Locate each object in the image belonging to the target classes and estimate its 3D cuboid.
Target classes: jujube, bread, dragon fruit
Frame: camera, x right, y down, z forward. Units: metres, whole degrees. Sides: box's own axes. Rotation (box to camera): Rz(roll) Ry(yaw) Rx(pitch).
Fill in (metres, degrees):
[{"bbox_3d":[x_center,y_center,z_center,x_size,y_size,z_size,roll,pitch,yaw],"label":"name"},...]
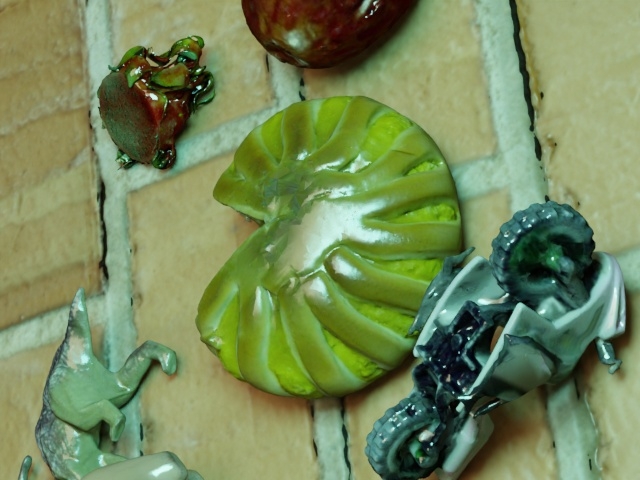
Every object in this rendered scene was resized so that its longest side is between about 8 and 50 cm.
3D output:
[{"bbox_3d":[0.026,-0.328,1.860,0.197,0.197,0.290,20,75,36],"label":"jujube"},{"bbox_3d":[0.000,0.000,1.771,0.333,0.160,0.333,-11,68,28],"label":"bread"},{"bbox_3d":[-0.191,-0.165,1.992,0.175,0.142,0.138,-38,95,-7],"label":"dragon fruit"}]

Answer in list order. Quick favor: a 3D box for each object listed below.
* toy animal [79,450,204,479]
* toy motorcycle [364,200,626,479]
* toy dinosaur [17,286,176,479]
[{"bbox_3d":[-0.182,0.383,1.722,0.269,0.237,0.326,-41,50,2],"label":"toy animal"},{"bbox_3d":[0.181,0.112,1.623,0.327,0.188,0.143,-58,42,19],"label":"toy motorcycle"},{"bbox_3d":[-0.272,0.211,1.916,0.162,0.077,0.294,16,82,36],"label":"toy dinosaur"}]
